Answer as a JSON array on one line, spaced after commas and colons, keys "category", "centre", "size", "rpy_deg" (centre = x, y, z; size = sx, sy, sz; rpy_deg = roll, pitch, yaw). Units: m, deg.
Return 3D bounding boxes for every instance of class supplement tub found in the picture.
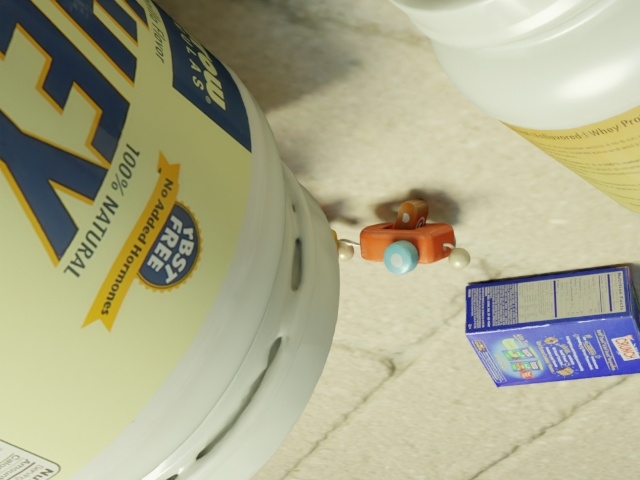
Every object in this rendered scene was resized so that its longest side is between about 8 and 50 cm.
[{"category": "supplement tub", "centre": [0.129, -0.084, 0.383], "size": [0.200, 0.144, 0.144], "rpy_deg": [27, 143, -35]}, {"category": "supplement tub", "centre": [-0.162, -0.024, 0.430], "size": [0.236, 0.235, 0.325], "rpy_deg": [-16, 145, 30]}]

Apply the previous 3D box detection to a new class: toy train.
[{"category": "toy train", "centre": [0.000, 0.000, 0.606], "size": [0.125, 0.046, 0.166], "rpy_deg": [4, -167, 37]}]

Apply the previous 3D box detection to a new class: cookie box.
[{"category": "cookie box", "centre": [0.160, 0.060, 0.731], "size": [0.107, 0.040, 0.092], "rpy_deg": [-8, 148, 20]}]
